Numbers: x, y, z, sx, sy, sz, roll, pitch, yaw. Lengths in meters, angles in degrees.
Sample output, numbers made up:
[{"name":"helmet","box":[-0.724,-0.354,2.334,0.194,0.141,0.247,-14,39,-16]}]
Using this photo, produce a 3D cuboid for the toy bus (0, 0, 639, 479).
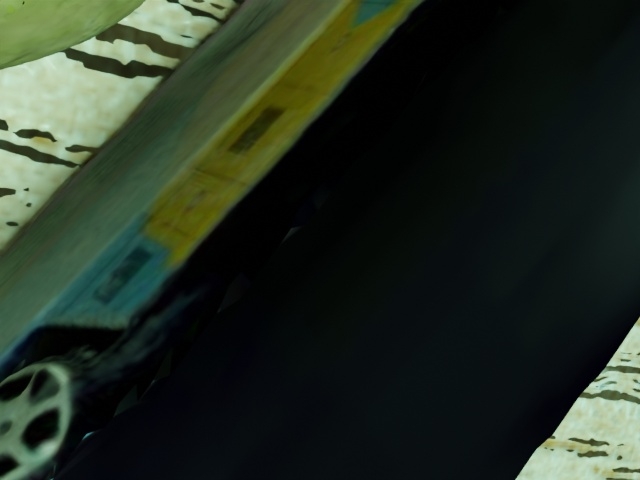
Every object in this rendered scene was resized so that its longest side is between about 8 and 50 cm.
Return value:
[{"name":"toy bus","box":[0.000,0.000,0.420,0.386,0.162,0.171,-48,127,-13]}]

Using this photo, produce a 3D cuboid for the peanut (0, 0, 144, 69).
[{"name":"peanut","box":[-0.153,-0.098,0.315,0.253,0.122,0.137,-25,108,-22]}]
